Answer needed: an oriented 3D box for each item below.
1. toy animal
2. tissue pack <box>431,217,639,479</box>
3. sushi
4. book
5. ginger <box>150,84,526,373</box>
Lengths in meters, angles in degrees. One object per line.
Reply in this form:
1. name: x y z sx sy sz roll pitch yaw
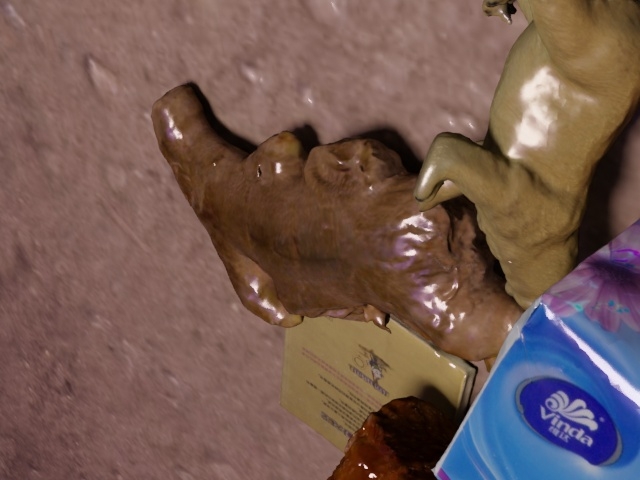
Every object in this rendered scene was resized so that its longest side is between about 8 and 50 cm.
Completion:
1. toy animal: 0.109 -0.050 0.563 0.101 0.103 0.219 19 121 3
2. tissue pack: 0.209 0.136 0.554 0.263 0.146 0.198 44 146 21
3. sushi: 0.082 0.231 0.788 0.179 0.167 0.296 43 138 30
4. book: 0.035 0.114 0.862 0.168 0.013 0.192 34 141 25
5. ginger: 0.002 0.000 0.744 0.333 0.080 0.166 16 118 37
